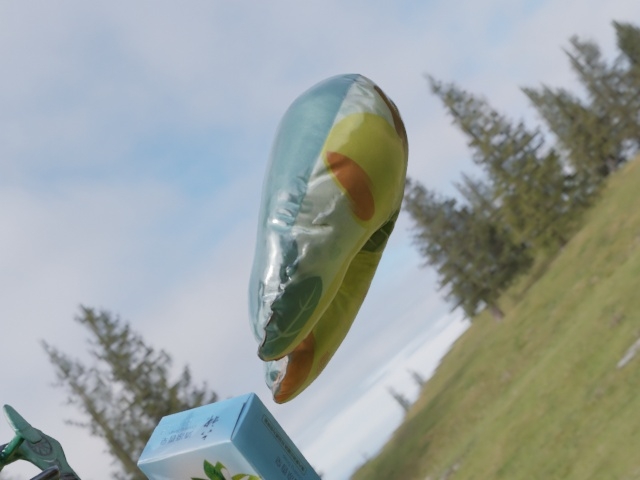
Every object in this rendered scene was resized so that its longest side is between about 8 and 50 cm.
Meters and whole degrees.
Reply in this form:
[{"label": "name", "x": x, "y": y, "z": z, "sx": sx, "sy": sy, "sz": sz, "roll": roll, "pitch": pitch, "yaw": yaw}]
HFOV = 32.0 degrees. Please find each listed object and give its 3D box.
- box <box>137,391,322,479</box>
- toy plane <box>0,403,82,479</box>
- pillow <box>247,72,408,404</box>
[{"label": "box", "x": -0.080, "y": 0.293, "z": 1.280, "sx": 0.143, "sy": 0.232, "sz": 0.083, "roll": -20, "pitch": 25, "yaw": 31}, {"label": "toy plane", "x": -0.377, "y": 0.239, "z": 1.075, "sx": 0.106, "sy": 0.155, "sz": 0.382, "roll": -50, "pitch": -14, "yaw": 19}, {"label": "pillow", "x": 0.000, "y": 0.000, "z": 0.749, "sx": 0.233, "sy": 0.086, "sz": 0.214, "roll": 92, "pitch": -162, "yaw": -68}]
